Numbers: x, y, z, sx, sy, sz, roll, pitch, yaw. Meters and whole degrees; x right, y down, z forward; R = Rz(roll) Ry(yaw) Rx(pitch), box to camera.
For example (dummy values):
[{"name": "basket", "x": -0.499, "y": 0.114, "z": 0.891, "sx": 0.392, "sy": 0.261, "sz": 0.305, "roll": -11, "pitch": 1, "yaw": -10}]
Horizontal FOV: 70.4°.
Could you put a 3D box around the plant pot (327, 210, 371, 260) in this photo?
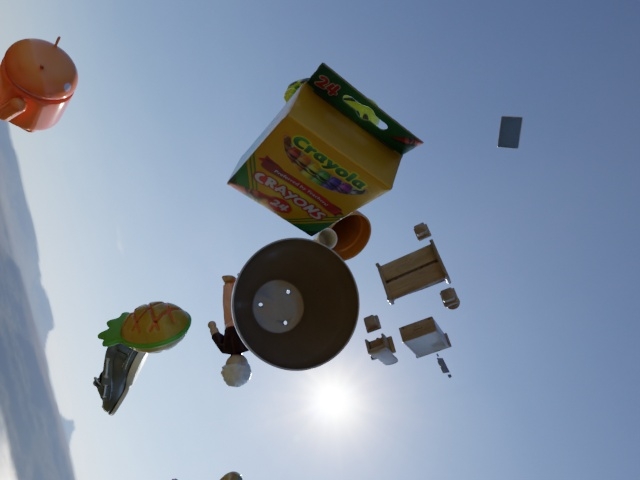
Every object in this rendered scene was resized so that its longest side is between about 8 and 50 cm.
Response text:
[{"name": "plant pot", "x": 0.060, "y": -0.054, "z": 1.743, "sx": 0.188, "sy": 0.205, "sz": 0.205, "roll": 46, "pitch": -43, "yaw": 47}]

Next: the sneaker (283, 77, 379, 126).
[{"name": "sneaker", "x": 0.025, "y": -0.358, "z": 1.267, "sx": 0.295, "sy": 0.109, "sz": 0.123, "roll": 25, "pitch": -15, "yaw": 18}]

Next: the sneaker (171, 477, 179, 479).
[{"name": "sneaker", "x": -0.501, "y": 0.873, "z": 1.617, "sx": 0.119, "sy": 0.057, "sz": 0.047, "roll": 115, "pitch": -33, "yaw": -50}]

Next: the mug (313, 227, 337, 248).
[{"name": "mug", "x": 0.002, "y": -0.003, "z": 1.365, "sx": 0.064, "sy": 0.078, "sz": 0.062, "roll": 168, "pitch": -77, "yaw": -64}]

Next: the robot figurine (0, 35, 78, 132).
[{"name": "robot figurine", "x": -0.559, "y": -0.301, "z": 0.890, "sx": 0.219, "sy": 0.158, "sz": 0.128, "roll": -30, "pitch": -90, "yaw": 40}]

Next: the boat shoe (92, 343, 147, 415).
[{"name": "boat shoe", "x": -0.545, "y": 0.362, "z": 1.212, "sx": 0.319, "sy": 0.099, "sz": 0.116, "roll": -53, "pitch": -165, "yaw": 38}]

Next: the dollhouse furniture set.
[{"name": "dollhouse furniture set", "x": 0.267, "y": 0.173, "z": 1.433, "sx": 0.303, "sy": 0.174, "sz": 0.356, "roll": -24, "pitch": -128, "yaw": 15}]

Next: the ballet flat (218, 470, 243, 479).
[{"name": "ballet flat", "x": -0.281, "y": 0.670, "z": 1.112, "sx": 0.080, "sy": 0.232, "sz": 0.073, "roll": 40, "pitch": -3, "yaw": -4}]

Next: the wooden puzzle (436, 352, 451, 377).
[{"name": "wooden puzzle", "x": 0.387, "y": 0.396, "z": 1.433, "sx": 0.006, "sy": 0.049, "sz": 0.083, "roll": -36, "pitch": -120, "yaw": 23}]

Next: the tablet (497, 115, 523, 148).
[{"name": "tablet", "x": 0.500, "y": -0.285, "z": 1.197, "sx": 0.054, "sy": 0.006, "sz": 0.083, "roll": 12, "pitch": -63, "yaw": 27}]

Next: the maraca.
[{"name": "maraca", "x": -0.359, "y": 0.179, "z": 0.934, "sx": 0.127, "sy": 0.185, "sz": 0.099, "roll": -86, "pitch": 172, "yaw": -65}]

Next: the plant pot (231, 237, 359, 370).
[{"name": "plant pot", "x": -0.077, "y": 0.150, "z": 1.055, "sx": 0.191, "sy": 0.284, "sz": 0.284, "roll": -29, "pitch": -104, "yaw": 67}]

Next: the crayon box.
[{"name": "crayon box", "x": -0.010, "y": -0.129, "z": 0.771, "sx": 0.318, "sy": 0.202, "sz": 0.081, "roll": -30, "pitch": -147, "yaw": 56}]

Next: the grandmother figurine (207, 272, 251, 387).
[{"name": "grandmother figurine", "x": -0.249, "y": 0.273, "z": 1.394, "sx": 0.207, "sy": 0.104, "sz": 0.343, "roll": -15, "pitch": -118, "yaw": 28}]
